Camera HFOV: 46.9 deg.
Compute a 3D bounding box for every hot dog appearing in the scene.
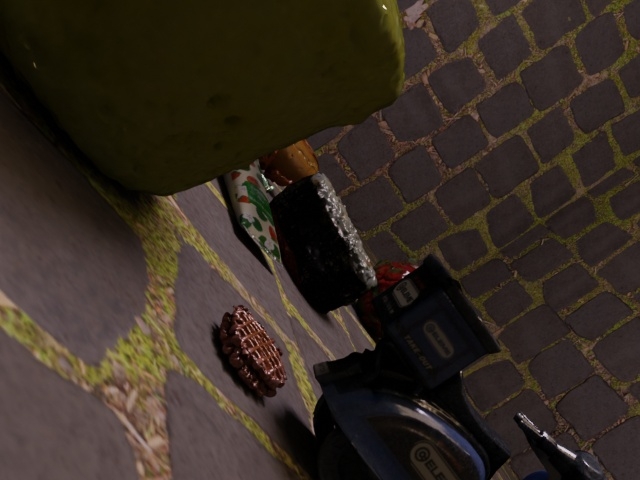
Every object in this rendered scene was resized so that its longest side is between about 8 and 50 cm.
[{"bbox_3d":[-0.136,-0.235,1.449,0.158,0.117,0.349,30,-18,51],"label":"hot dog"}]

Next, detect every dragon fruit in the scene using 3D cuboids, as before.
[{"bbox_3d":[0.160,0.124,1.564,0.182,0.182,0.188,52,8,-31],"label":"dragon fruit"}]

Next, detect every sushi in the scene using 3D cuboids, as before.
[{"bbox_3d":[0.000,0.000,1.179,0.225,0.126,0.136,60,7,30],"label":"sushi"}]

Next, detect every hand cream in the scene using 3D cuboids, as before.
[{"bbox_3d":[-0.106,-0.070,1.071,0.095,0.059,0.276,48,13,-39],"label":"hand cream"}]

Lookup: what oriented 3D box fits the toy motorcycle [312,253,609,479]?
[{"bbox_3d":[0.138,0.207,0.665,0.358,0.213,0.125,53,5,-15],"label":"toy motorcycle"}]

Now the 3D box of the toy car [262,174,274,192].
[{"bbox_3d":[-0.113,-0.111,1.334,0.059,0.035,0.122,54,-3,-7],"label":"toy car"}]

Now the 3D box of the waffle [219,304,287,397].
[{"bbox_3d":[-0.058,0.095,0.626,0.075,0.029,0.083,48,12,-31],"label":"waffle"}]

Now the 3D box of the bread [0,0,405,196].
[{"bbox_3d":[-0.106,-0.219,0.647,0.348,0.308,0.348,60,1,-1],"label":"bread"}]
